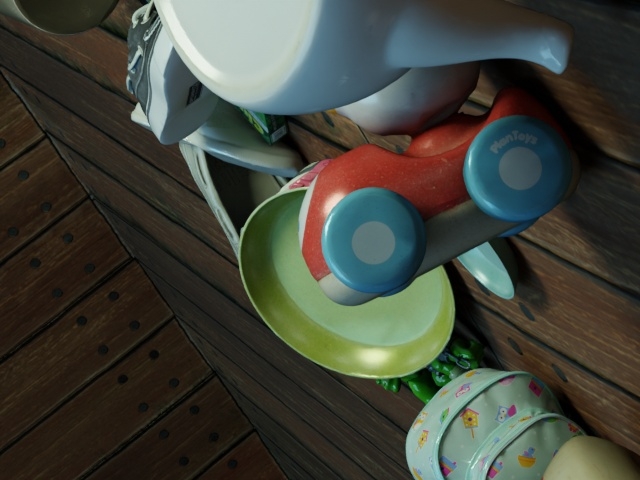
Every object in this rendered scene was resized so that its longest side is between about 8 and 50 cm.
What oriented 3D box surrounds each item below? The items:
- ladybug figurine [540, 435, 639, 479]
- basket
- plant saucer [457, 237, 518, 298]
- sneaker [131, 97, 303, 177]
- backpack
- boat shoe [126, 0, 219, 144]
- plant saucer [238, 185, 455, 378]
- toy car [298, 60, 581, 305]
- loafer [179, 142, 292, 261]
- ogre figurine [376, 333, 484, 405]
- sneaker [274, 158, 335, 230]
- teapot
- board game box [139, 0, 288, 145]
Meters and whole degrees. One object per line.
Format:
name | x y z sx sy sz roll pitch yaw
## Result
ladybug figurine | 0.286 0.319 1.581 0.305 0.162 0.449 43 -175 -11
basket | -0.308 -0.306 2.108 0.227 0.204 0.154 -144 61 -63
plant saucer | 0.142 0.000 1.734 0.119 0.021 0.119 48 168 14
sneaker | -0.107 -0.140 2.159 0.212 0.094 0.080 23 176 17
backpack | 0.185 0.219 1.881 0.188 0.166 0.144 50 168 -8
boat shoe | -0.150 -0.206 1.971 0.102 0.108 0.301 50 161 11
plant saucer | 0.032 0.037 1.979 0.241 0.037 0.241 15 129 19
toy car | 0.052 -0.093 1.399 0.238 0.210 0.219 64 -179 4
loafer | -0.060 -0.015 2.265 0.319 0.112 0.111 53 177 -6
ogre figurine | 0.117 0.133 2.090 0.118 0.096 0.197 30 179 13
sneaker | 0.000 0.000 2.098 0.121 0.112 0.299 17 149 6
teapot | 0.012 -0.206 1.224 0.252 0.187 0.256 -8 94 56
board game box | -0.131 -0.225 2.094 0.259 0.030 0.136 48 166 19
